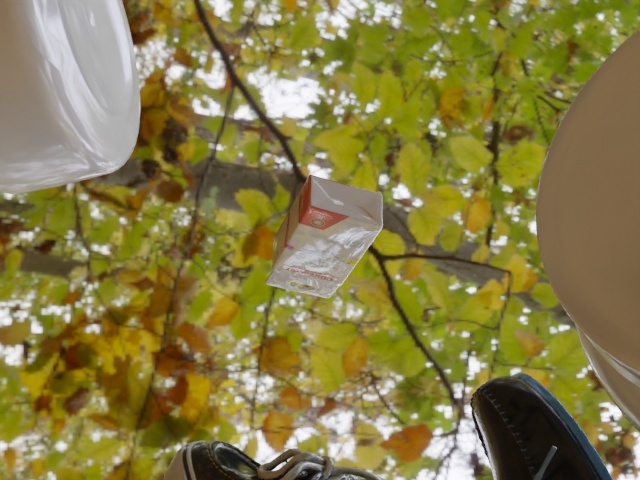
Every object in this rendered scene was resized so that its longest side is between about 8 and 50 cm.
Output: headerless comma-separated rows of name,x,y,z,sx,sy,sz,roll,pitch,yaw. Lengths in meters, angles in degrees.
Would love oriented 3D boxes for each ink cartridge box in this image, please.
ink cartridge box,0.000,0.000,1.341,0.198,0.115,0.067,123,-24,-46

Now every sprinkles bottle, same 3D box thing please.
sprinkles bottle,-0.261,-0.052,0.373,0.356,0.121,0.121,-11,-105,6

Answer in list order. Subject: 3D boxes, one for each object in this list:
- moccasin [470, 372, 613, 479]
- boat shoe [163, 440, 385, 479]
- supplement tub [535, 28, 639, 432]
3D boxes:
moccasin,0.178,0.250,0.675,0.137,0.117,0.342,82,-11,-48
boat shoe,-0.008,0.206,0.647,0.306,0.113,0.104,30,-84,54
supplement tub,0.275,0.036,0.461,0.235,0.325,0.235,-24,-131,32
